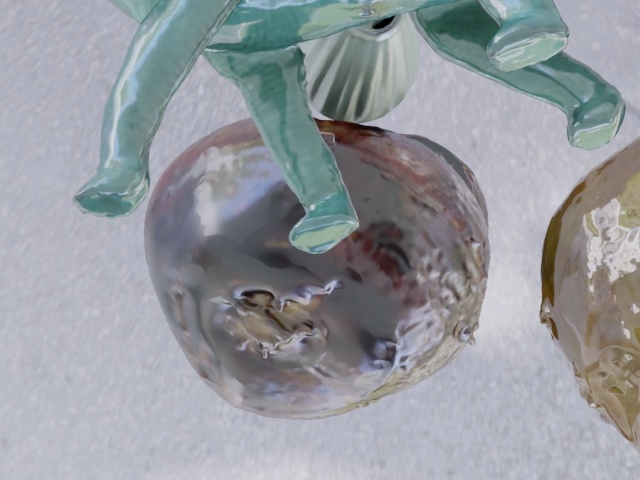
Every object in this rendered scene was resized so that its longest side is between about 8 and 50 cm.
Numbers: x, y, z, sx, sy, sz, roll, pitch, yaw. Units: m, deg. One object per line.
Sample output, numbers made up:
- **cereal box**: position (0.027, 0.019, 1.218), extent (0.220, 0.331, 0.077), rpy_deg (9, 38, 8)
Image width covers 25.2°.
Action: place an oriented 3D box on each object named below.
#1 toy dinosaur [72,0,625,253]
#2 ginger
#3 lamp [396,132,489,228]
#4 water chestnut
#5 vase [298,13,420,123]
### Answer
- **toy dinosaur**: position (0.000, -0.179, 0.627), extent (0.383, 0.129, 0.331), rpy_deg (-17, 67, 4)
- **ginger**: position (0.266, 0.012, 0.994), extent (0.223, 0.200, 0.269), rpy_deg (-5, 123, -14)
- **lamp**: position (0.099, -0.026, 1.863), extent (0.246, 0.247, 0.247), rpy_deg (1, 113, 3)
- **water chestnut**: position (0.000, 0.000, 1.391), extent (0.350, 0.302, 0.350), rpy_deg (5, 135, 5)
- **vase**: position (0.038, -0.189, 1.353), extent (0.128, 0.248, 0.128), rpy_deg (0, 83, -3)
